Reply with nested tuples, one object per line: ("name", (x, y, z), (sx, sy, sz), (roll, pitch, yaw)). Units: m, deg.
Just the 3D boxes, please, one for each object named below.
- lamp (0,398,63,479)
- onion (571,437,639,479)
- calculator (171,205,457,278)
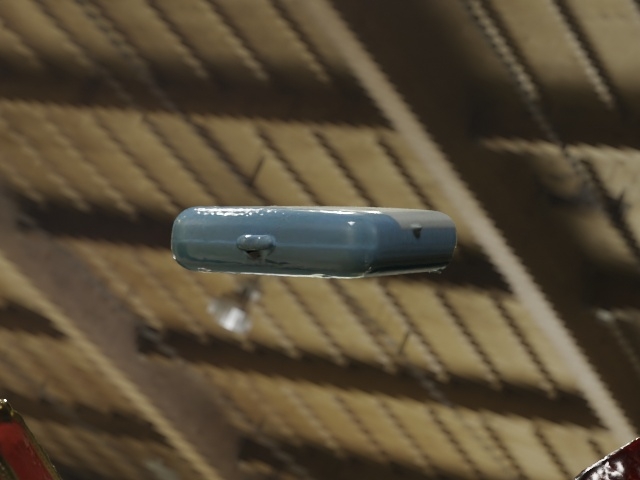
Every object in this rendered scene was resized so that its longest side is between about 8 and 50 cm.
("lamp", (-0.290, 0.261, 1.710), (0.177, 0.177, 0.274), (-4, -61, 49))
("onion", (0.306, 0.291, 1.781), (0.206, 0.207, 0.216), (57, -26, 16))
("calculator", (0.000, 0.000, 1.125), (0.121, 0.039, 0.210), (1, 1, 21))
